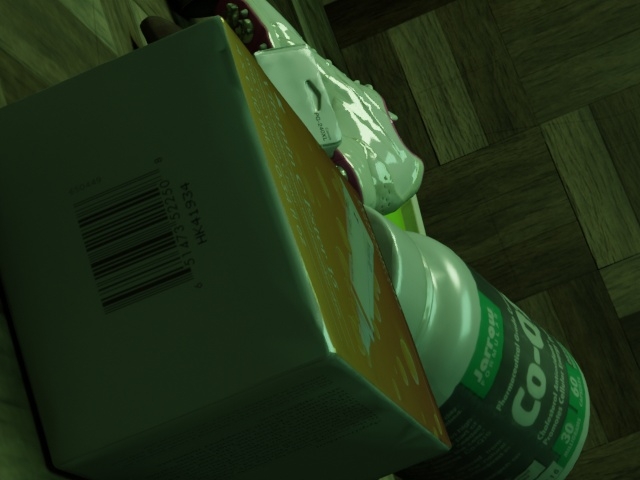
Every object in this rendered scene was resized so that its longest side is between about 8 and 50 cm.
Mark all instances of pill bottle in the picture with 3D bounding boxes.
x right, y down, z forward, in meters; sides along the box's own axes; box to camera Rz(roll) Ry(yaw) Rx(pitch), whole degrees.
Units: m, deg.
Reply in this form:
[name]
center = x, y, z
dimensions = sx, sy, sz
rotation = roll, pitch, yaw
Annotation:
[pill bottle]
center = 0.090, 0.114, 1.505
dimensions = 0.361, 0.204, 0.204
rotation = 37, 29, -48

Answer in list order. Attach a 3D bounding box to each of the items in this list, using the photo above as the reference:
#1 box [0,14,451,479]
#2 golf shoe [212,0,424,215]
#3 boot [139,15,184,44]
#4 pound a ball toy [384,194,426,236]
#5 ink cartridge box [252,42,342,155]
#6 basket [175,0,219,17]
[box]
center = -0.056, 0.042, 1.023
dimensions = 0.345, 0.168, 0.215
rotation = 47, 22, -69
[golf shoe]
center = -0.007, -0.142, 1.687
dimensions = 0.306, 0.140, 0.115
rotation = 59, -40, 20
[boot]
center = -0.122, -0.127, 1.410
dimensions = 0.248, 0.090, 0.207
rotation = 32, 19, -52
[pound a ball toy]
center = 0.000, 0.000, 1.764
dimensions = 0.208, 0.136, 0.319
rotation = 21, 41, -36
[ink cartridge box]
center = -0.050, -0.109, 1.571
dimensions = 0.150, 0.063, 0.109
rotation = -43, -116, 57
[basket]
center = -0.128, -0.372, 1.766
dimensions = 0.204, 0.154, 0.227
rotation = 31, 41, -85
